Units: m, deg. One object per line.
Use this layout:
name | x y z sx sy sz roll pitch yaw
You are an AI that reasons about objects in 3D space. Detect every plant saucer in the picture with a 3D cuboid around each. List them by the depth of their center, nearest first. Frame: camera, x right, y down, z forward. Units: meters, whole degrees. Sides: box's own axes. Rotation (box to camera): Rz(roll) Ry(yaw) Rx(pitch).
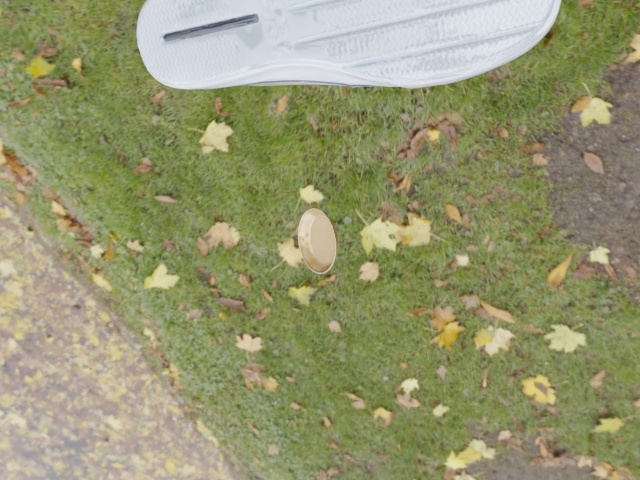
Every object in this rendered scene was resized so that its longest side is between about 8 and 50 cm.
plant saucer | 0.000 0.000 0.660 0.015 0.083 0.083 -9 124 -34

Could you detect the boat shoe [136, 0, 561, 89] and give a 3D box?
boat shoe | 0.011 -0.167 0.385 0.302 0.094 0.109 2 109 18
